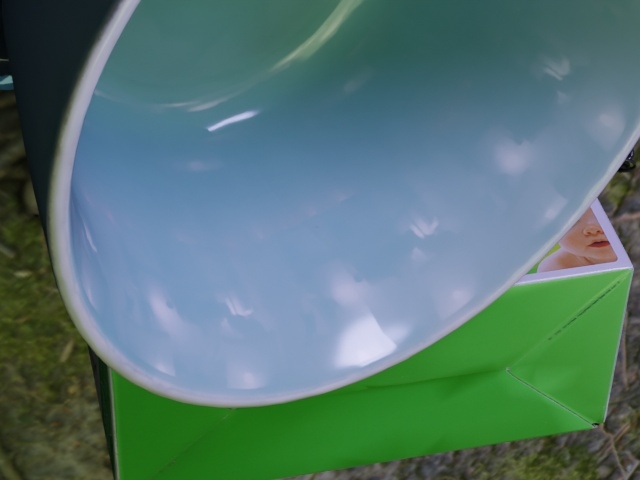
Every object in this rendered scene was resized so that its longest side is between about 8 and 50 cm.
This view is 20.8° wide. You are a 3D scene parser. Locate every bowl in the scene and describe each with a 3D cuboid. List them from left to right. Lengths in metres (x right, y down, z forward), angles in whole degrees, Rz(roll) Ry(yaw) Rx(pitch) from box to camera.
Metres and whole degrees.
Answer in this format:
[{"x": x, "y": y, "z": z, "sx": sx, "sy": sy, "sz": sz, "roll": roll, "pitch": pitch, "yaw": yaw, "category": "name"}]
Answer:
[{"x": -0.008, "y": -0.097, "z": 0.734, "sx": 0.311, "sy": 0.163, "sz": 0.312, "roll": -24, "pitch": 139, "yaw": -23, "category": "bowl"}]

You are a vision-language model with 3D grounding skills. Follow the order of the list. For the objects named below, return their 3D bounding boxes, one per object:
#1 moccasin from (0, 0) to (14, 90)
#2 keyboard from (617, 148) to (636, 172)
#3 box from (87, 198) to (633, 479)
[{"x": -0.188, "y": -0.139, "z": 0.798, "sx": 0.342, "sy": 0.138, "sz": 0.117, "roll": -9, "pitch": 128, "yaw": -26, "category": "moccasin"}, {"x": 0.145, "y": -0.094, "z": 1.095, "sx": 0.317, "sy": 0.033, "sz": 0.202, "roll": -13, "pitch": 139, "yaw": -12, "category": "keyboard"}, {"x": 0.000, "y": 0.000, "z": 0.936, "sx": 0.261, "sy": 0.231, "sz": 0.127, "roll": -7, "pitch": 134, "yaw": -11, "category": "box"}]
